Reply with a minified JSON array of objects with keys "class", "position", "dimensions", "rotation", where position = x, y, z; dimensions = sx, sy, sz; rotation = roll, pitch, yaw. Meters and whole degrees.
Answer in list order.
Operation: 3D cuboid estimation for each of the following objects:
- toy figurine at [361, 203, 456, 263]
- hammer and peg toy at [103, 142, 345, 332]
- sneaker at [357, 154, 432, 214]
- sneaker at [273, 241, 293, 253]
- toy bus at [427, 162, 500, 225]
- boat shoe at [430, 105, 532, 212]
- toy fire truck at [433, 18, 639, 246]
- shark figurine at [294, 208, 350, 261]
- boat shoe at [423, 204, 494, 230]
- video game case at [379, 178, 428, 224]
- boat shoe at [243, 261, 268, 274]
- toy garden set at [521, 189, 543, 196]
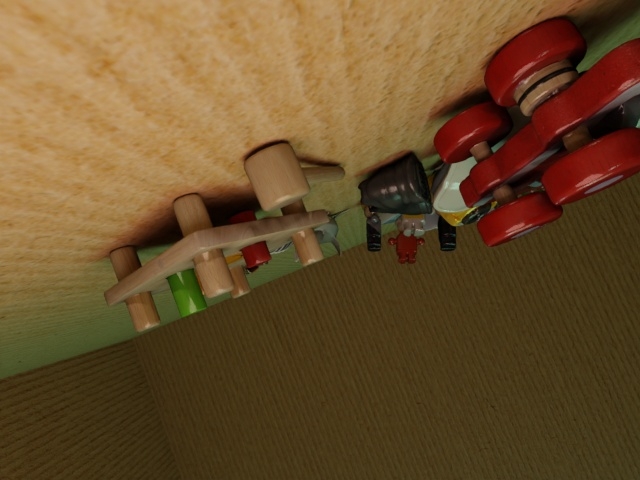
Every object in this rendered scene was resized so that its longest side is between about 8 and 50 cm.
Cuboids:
[{"class":"toy figurine","position":[0.231,-0.047,1.112],"dimensions":[0.209,0.148,0.213],"rotation":[19,151,-33]},{"class":"hammer and peg toy","position":[-0.105,0.005,0.606],"dimensions":[0.361,0.128,0.265],"rotation":[-26,173,36]},{"class":"sneaker","position":[0.153,-0.100,0.865],"dimensions":[0.130,0.109,0.286],"rotation":[-14,171,19]},{"class":"sneaker","position":[-0.091,-0.007,0.842],"dimensions":[0.170,0.063,0.074],"rotation":[-25,177,-38]},{"class":"toy bus","position":[0.377,-0.161,0.965],"dimensions":[0.220,0.150,0.211],"rotation":[-23,159,-17]},{"class":"boat shoe","position":[0.272,-0.162,0.730],"dimensions":[0.116,0.099,0.319],"rotation":[6,154,-6]},{"class":"toy fire truck","position":[0.310,-0.131,0.522],"dimensions":[0.253,0.170,0.302],"rotation":[-17,164,-19]},{"class":"shark figurine","position":[0.012,-0.007,1.059],"dimensions":[0.166,0.116,0.278],"rotation":[-24,176,6]},{"class":"boat shoe","position":[0.395,-0.090,1.227],"dimensions":[0.257,0.095,0.084],"rotation":[-10,179,24]},{"class":"video game case","position":[0.342,-0.132,1.311],"dimensions":[0.269,0.061,0.244],"rotation":[-13,169,-29]},{"class":"boat shoe","position":[-0.200,0.064,1.152],"dimensions":[0.064,0.060,0.178],"rotation":[-17,172,-45]},{"class":"toy garden set","position":[0.534,-0.193,1.095],"dimensions":[0.244,0.204,0.049],"rotation":[-32,137,15]}]
